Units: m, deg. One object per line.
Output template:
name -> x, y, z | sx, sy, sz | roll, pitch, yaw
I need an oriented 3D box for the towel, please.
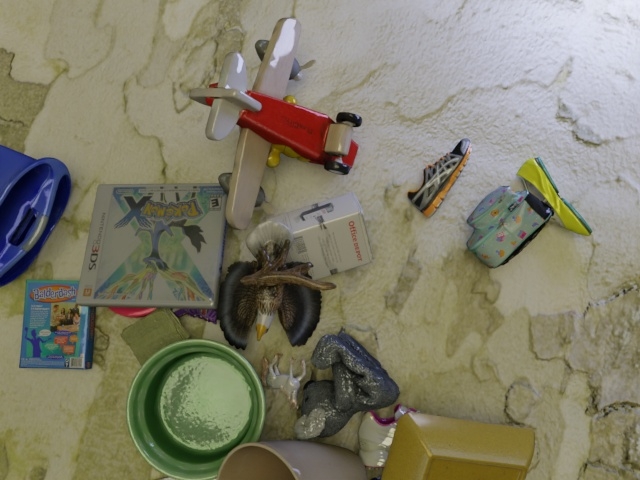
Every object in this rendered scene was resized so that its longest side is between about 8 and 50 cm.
towel -> -0.389, 0.225, 1.551 | 0.148, 0.027, 0.110 | -32, 94, 14

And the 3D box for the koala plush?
koala plush -> 0.038, 0.348, 1.458 | 0.203, 0.196, 0.221 | 41, 95, 18

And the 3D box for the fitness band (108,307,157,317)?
fitness band -> -0.401, 0.062, 1.585 | 0.291, 0.054, 0.209 | -28, 85, -2

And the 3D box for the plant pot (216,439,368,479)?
plant pot -> -0.033, 0.521, 1.365 | 0.256, 0.274, 0.256 | -2, 88, 39

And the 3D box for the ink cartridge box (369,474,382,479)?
ink cartridge box -> 0.082, 0.673, 1.488 | 0.311, 0.065, 0.186 | -29, 83, -4

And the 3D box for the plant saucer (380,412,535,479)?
plant saucer -> 0.288, 0.550, 1.399 | 0.333, 0.081, 0.333 | 12, 100, -16

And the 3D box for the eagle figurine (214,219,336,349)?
eagle figurine -> -0.112, 0.125, 1.451 | 0.226, 0.298, 0.225 | 43, 69, 11

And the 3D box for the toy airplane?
toy airplane -> -0.128, -0.266, 1.510 | 0.386, 0.272, 0.384 | -34, 110, -24

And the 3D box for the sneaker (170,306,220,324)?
sneaker -> -0.275, 0.168, 1.561 | 0.170, 0.068, 0.071 | -9, 94, 3

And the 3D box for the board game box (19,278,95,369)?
board game box -> -0.622, 0.199, 1.570 | 0.160, 0.047, 0.210 | 2, 83, 2

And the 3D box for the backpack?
backpack -> 0.418, -0.032, 1.520 | 0.144, 0.166, 0.188 | 36, 97, 0

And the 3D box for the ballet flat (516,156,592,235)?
ballet flat -> 0.552, -0.092, 1.580 | 0.077, 0.077, 0.231 | -36, 80, 18

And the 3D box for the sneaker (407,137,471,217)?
sneaker -> 0.290, -0.162, 1.584 | 0.083, 0.084, 0.215 | 34, 85, 10

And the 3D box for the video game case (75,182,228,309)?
video game case -> -0.382, 0.008, 1.522 | 0.329, 0.036, 0.300 | 0, 70, 9

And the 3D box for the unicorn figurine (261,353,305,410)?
unicorn figurine -> -0.079, 0.322, 1.515 | 0.060, 0.162, 0.111 | 19, 79, -36

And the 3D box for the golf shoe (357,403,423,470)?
golf shoe -> 0.233, 0.439, 1.491 | 0.306, 0.115, 0.140 | -4, 79, 0

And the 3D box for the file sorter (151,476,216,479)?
file sorter -> -0.297, 0.624, 1.445 | 0.278, 0.173, 0.193 | -13, 83, -1

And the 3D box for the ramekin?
ramekin -> -0.268, 0.372, 1.489 | 0.303, 0.148, 0.303 | 0, 83, 1

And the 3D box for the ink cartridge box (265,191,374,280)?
ink cartridge box -> 0.000, 0.000, 1.523 | 0.218, 0.158, 0.092 | -16, 38, 0

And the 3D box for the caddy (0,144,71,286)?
caddy -> -0.713, -0.052, 1.512 | 0.179, 0.241, 0.341 | 28, 84, 11
